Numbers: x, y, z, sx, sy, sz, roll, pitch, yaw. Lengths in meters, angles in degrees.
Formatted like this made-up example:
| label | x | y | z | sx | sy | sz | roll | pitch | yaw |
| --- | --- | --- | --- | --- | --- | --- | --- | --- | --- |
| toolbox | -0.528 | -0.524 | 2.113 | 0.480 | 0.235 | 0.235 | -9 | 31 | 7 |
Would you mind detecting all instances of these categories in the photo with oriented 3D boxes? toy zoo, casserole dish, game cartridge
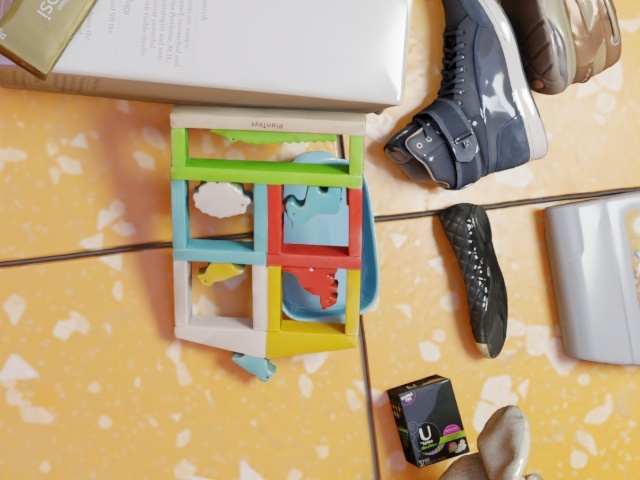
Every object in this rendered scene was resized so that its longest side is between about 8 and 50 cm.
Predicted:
| label | x | y | z | sx | sy | sz | roll | pitch | yaw |
| --- | --- | --- | --- | --- | --- | --- | --- | --- | --- |
| toy zoo | -0.053 | 0.009 | 1.448 | 0.192 | 0.030 | 0.293 | 2 | 115 | 4 |
| casserole dish | 0.000 | 0.000 | 1.519 | 0.114 | 0.037 | 0.188 | -7 | 91 | -11 |
| game cartridge | 0.404 | 0.034 | 1.594 | 0.297 | 0.062 | 0.198 | -11 | 88 | -11 |

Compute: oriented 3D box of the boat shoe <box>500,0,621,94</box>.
| label | x | y | z | sx | sy | sz | roll | pitch | yaw |
| --- | --- | --- | --- | --- | --- | --- | --- | --- | --- |
| boat shoe | 0.245 | -0.322 | 1.532 | 0.116 | 0.123 | 0.324 | -15 | 100 | -18 |

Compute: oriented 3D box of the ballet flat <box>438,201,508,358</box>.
| label | x | y | z | sx | sy | sz | roll | pitch | yaw |
| --- | --- | --- | --- | --- | --- | --- | --- | --- | --- |
| ballet flat | 0.169 | 0.043 | 1.556 | 0.057 | 0.049 | 0.173 | -16 | 96 | -56 |

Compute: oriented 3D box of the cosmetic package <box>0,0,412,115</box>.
| label | x | y | z | sx | sy | sz | roll | pitch | yaw |
| --- | --- | --- | --- | --- | --- | --- | --- | --- | --- |
| cosmetic package | -0.118 | -0.212 | 1.404 | 0.385 | 0.217 | 0.156 | 3 | 90 | -13 |

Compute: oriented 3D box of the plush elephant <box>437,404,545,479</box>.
| label | x | y | z | sx | sy | sz | roll | pitch | yaw |
| --- | --- | --- | --- | --- | --- | --- | --- | --- | --- |
| plush elephant | 0.206 | 0.326 | 1.473 | 0.330 | 0.272 | 0.255 | 12 | 46 | -45 |

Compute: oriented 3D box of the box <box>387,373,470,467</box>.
| label | x | y | z | sx | sy | sz | roll | pitch | yaw |
| --- | --- | --- | --- | --- | --- | --- | --- | --- | --- |
| box | 0.115 | 0.192 | 1.535 | 0.062 | 0.052 | 0.083 | -16 | 93 | -12 |

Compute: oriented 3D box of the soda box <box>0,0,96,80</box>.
| label | x | y | z | sx | sy | sz | roll | pitch | yaw |
| --- | --- | --- | --- | --- | --- | --- | --- | --- | --- |
| soda box | -0.215 | -0.230 | 1.246 | 0.058 | 0.061 | 0.181 | 33 | 84 | -10 |

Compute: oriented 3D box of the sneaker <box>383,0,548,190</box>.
| label | x | y | z | sx | sy | sz | roll | pitch | yaw |
| --- | --- | --- | --- | --- | --- | --- | --- | --- | --- |
| sneaker | 0.131 | -0.163 | 1.518 | 0.163 | 0.086 | 0.226 | -23 | 96 | -13 |
